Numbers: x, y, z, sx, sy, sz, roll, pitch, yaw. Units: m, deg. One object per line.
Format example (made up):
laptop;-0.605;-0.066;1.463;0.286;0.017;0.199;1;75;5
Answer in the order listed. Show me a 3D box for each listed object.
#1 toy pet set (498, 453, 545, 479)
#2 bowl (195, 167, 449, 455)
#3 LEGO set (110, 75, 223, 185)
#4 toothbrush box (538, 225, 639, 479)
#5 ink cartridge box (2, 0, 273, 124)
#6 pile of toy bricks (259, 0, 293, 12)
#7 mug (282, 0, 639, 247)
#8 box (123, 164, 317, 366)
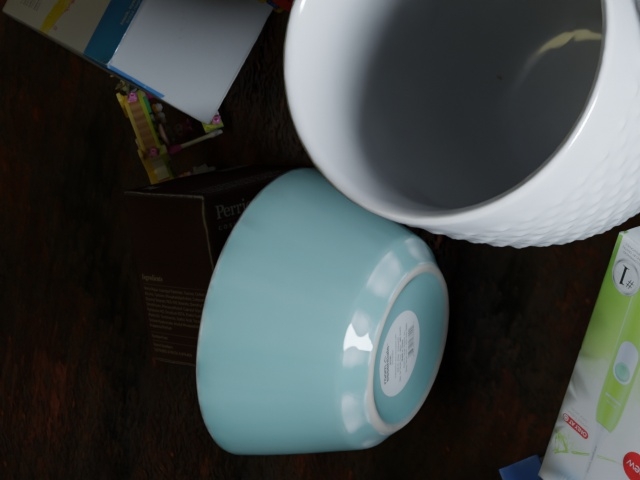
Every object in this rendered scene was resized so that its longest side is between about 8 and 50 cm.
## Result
toy pet set;0.229;0.271;1.747;0.122;0.065;0.114;-32;77;51
bowl;0.023;0.090;1.793;0.163;0.311;0.311;13;114;27
LEGO set;-0.156;-0.094;2.108;0.132;0.107;0.287;145;103;-87
toothbrush box;0.333;0.145;1.524;0.206;0.122;0.283;41;134;35
ink cartridge box;-0.208;-0.268;1.975;0.233;0.171;0.168;29;91;43
pile of toy bricks;-0.033;-0.322;1.855;0.105;0.118;0.212;-46;45;19
mug;0.204;-0.156;1.417;0.374;0.328;0.276;-38;66;20
box;-0.099;0.028;1.989;0.167;0.168;0.203;5;107;52
